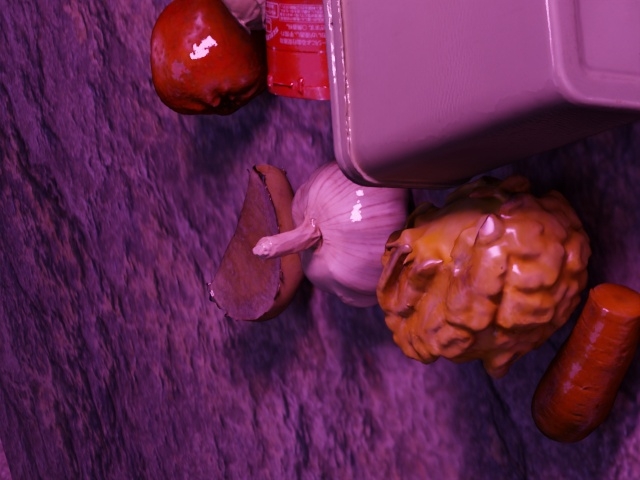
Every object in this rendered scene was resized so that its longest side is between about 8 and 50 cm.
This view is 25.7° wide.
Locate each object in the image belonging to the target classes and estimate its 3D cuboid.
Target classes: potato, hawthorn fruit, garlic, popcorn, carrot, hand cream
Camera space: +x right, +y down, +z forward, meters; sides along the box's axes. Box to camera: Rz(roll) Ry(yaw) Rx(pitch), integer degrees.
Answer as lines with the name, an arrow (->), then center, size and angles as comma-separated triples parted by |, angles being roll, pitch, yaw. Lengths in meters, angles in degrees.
potato -> -0.063, 0.018, 1.996 | 0.138, 0.098, 0.243 | 48, 133, 32
hawthorn fruit -> -0.155, -0.276, 1.958 | 0.179, 0.179, 0.200 | -23, 78, 58
garlic -> 0.000, 0.000, 1.769 | 0.199, 0.226, 0.199 | 22, 119, 47
popcorn -> 0.170, 0.035, 1.521 | 0.190, 0.250, 0.250 | 39, 150, -13
carrot -> 0.287, 0.137, 1.499 | 0.087, 0.087, 0.193 | 53, 140, 33
hand cream -> 0.028, -0.238, 1.661 | 0.193, 0.193, 0.125 | 22, 118, 53

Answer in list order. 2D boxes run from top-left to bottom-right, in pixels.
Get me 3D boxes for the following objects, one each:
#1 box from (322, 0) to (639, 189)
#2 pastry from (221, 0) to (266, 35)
box -> 0.167, -0.253, 1.409 | 0.344, 0.177, 0.352 | -15, 76, 55
pastry -> -0.104, -0.388, 1.789 | 0.265, 0.133, 0.265 | 57, -179, -2
